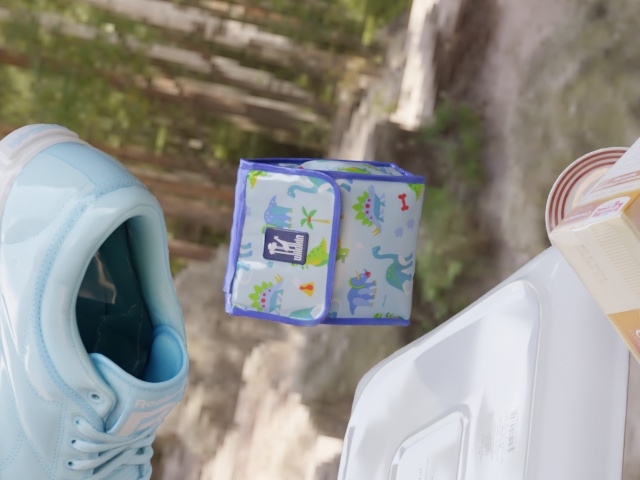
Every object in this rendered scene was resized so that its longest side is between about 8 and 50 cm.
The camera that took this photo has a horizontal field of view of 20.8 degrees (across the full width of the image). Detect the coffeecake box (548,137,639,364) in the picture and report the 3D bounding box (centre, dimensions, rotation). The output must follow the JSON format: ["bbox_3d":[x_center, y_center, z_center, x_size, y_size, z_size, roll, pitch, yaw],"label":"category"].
[{"bbox_3d":[0.248,-0.008,1.061,0.185,0.142,0.068,-43,14,-31],"label":"coffeecake box"}]

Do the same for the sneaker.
[{"bbox_3d":[-0.159,0.109,1.211,0.150,0.135,0.366,27,132,43],"label":"sneaker"}]

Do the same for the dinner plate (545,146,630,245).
[{"bbox_3d":[0.297,-0.027,1.754,0.017,0.141,0.141,-83,5,-76],"label":"dinner plate"}]

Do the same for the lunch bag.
[{"bbox_3d":[0.000,0.000,1.401,0.096,0.151,0.129,-150,65,-69],"label":"lunch bag"}]

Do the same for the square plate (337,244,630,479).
[{"bbox_3d":[0.090,0.177,1.212,0.344,0.049,0.347,-40,33,51],"label":"square plate"}]
